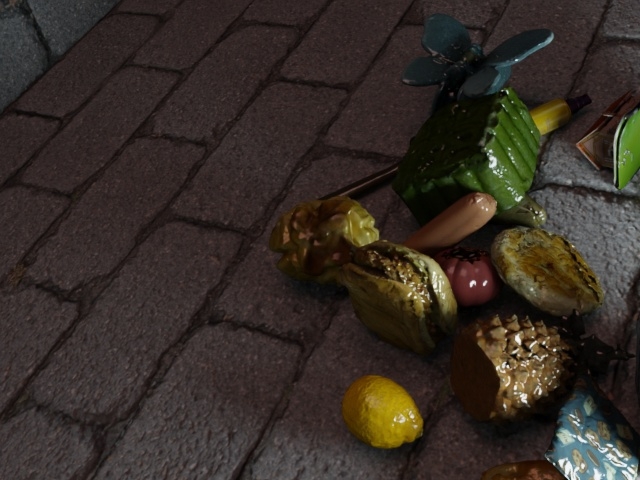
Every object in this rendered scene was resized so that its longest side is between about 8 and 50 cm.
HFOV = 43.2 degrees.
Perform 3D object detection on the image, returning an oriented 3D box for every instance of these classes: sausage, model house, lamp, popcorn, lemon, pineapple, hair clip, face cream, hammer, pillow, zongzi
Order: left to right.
[{"bbox_3d":[0.000,0.000,2.014,0.265,0.225,0.332,-17,21,-15],"label":"popcorn"},{"bbox_3d":[0.122,-0.152,2.236,0.440,0.044,0.168,-26,43,-7],"label":"hammer"},{"bbox_3d":[0.126,0.355,1.660,0.187,0.142,0.142,27,59,24],"label":"lemon"},{"bbox_3d":[0.294,-0.020,1.916,0.289,0.086,0.086,-38,32,35],"label":"sausage"},{"bbox_3d":[0.332,0.090,1.857,0.182,0.140,0.182,-1,20,0],"label":"lamp"},{"bbox_3d":[0.424,-0.437,2.276,0.392,0.238,0.318,19,56,33],"label":"hair clip"},{"bbox_3d":[0.452,-0.058,2.007,0.176,0.078,0.160,-33,38,-4],"label":"zongzi"},{"bbox_3d":[0.454,0.241,1.635,0.357,0.223,0.223,-9,41,-18],"label":"pineapple"},{"bbox_3d":[0.622,-0.338,2.225,0.273,0.078,0.078,-25,44,-6],"label":"face cream"},{"bbox_3d":[0.502,0.374,1.465,0.189,0.034,0.255,45,41,1],"label":"pillow"},{"bbox_3d":[0.762,-0.301,2.054,0.154,0.207,0.294,23,57,39],"label":"model house"}]

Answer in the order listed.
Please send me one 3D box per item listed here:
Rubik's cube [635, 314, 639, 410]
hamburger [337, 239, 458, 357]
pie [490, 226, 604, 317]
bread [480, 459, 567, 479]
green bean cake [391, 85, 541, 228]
[{"bbox_3d":[0.709,0.282,1.469,0.237,0.237,0.238,-4,45,13],"label":"Rubik's cube"},{"bbox_3d":[0.174,0.120,1.772,0.259,0.283,0.144,28,68,32],"label":"hamburger"},{"bbox_3d":[0.506,0.069,1.802,0.274,0.055,0.274,14,40,-12],"label":"pie"},{"bbox_3d":[0.407,0.493,1.456,0.235,0.099,0.210,-9,44,9],"label":"bread"},{"bbox_3d":[0.358,-0.206,2.020,0.319,0.218,0.335,-17,32,38],"label":"green bean cake"}]
